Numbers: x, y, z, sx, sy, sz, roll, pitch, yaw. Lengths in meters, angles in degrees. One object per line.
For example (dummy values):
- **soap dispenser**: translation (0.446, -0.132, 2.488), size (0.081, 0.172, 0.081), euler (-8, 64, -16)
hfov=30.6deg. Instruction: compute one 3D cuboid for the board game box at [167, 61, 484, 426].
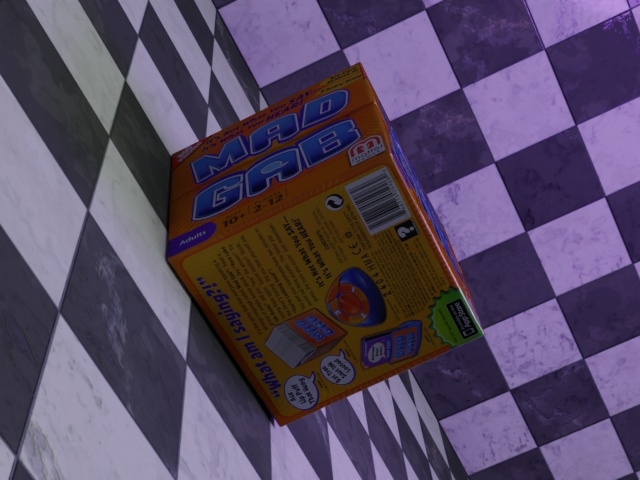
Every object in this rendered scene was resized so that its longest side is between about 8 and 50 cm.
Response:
- **board game box**: translation (0.000, 0.000, 1.863), size (0.356, 0.356, 0.356), euler (60, 9, -29)
